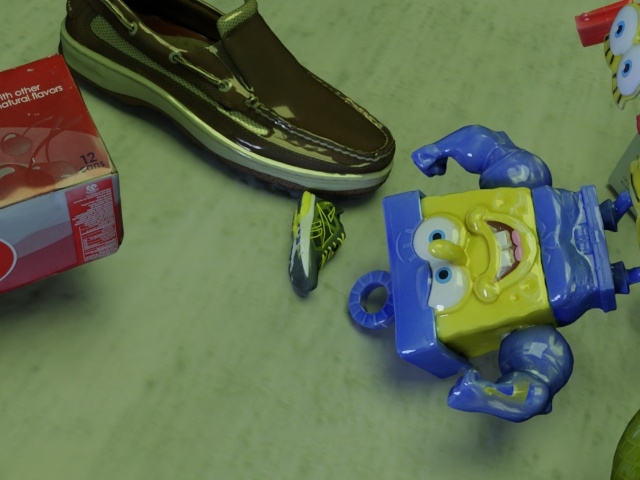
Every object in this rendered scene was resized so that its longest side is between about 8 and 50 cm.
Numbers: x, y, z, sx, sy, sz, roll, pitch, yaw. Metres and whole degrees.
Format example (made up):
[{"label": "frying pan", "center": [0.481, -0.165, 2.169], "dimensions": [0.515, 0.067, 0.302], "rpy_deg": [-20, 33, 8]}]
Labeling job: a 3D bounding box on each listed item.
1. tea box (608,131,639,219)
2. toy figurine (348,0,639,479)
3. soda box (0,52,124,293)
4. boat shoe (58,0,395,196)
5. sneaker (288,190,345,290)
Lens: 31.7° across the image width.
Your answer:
[{"label": "tea box", "center": [0.445, -0.101, 0.781], "dimensions": [0.329, 0.323, 0.220], "rpy_deg": [-12, 54, -27]}, {"label": "toy figurine", "center": [0.128, 0.052, 0.694], "dimensions": [0.217, 0.191, 0.362], "rpy_deg": [-12, 66, 19]}, {"label": "soda box", "center": [-0.241, -0.006, 0.590], "dimensions": [0.263, 0.083, 0.092], "rpy_deg": [-20, 62, -18]}, {"label": "boat shoe", "center": [-0.061, -0.118, 0.777], "dimensions": [0.257, 0.095, 0.095], "rpy_deg": [24, 39, 3]}, {"label": "sneaker", "center": [0.000, 0.000, 0.741], "dimensions": [0.035, 0.031, 0.083], "rpy_deg": [12, 47, -9]}]
